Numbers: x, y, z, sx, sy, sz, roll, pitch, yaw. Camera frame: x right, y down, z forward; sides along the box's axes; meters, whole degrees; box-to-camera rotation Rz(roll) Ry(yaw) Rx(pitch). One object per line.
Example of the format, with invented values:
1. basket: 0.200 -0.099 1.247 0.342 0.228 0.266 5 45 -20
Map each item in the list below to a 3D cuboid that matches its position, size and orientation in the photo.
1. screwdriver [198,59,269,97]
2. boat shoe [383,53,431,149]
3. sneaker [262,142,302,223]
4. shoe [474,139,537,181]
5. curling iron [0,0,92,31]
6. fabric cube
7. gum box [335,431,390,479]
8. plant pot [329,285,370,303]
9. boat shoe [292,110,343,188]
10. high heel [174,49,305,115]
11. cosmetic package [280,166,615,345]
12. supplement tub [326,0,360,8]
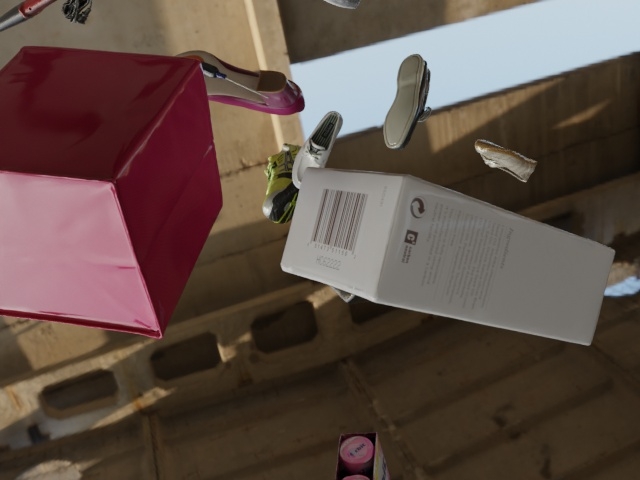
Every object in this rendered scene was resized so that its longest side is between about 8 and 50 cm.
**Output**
1. screwdriver: -0.176 -0.322 1.350 0.169 0.025 0.024 22 -153 9
2. boat shoe: 0.216 -0.325 1.634 0.095 0.079 0.255 -9 -119 40
3. sneaker: -0.111 -0.175 2.039 0.147 0.145 0.385 25 -149 3
4. shoe: 0.454 -0.194 1.663 0.219 0.058 0.076 13 -166 -37
5. curling iron: -0.500 -0.392 1.177 0.274 0.068 0.035 -2 -170 29
6. fabric cube: -0.291 -0.065 0.859 0.254 0.259 0.258 6 -136 9
7. gum box: 0.060 0.394 1.002 0.062 0.107 0.188 -8 -148 13
8. plant pot: 0.092 0.032 1.468 0.187 0.167 0.188 43 -159 24
9. boat shoe: -0.014 -0.242 1.775 0.083 0.226 0.076 23 -179 4
10. high heel: -0.229 -0.393 1.774 0.377 0.127 0.181 17 173 18
11. cosmetic package: 0.198 0.028 1.007 0.453 0.162 0.230 14 180 -34
12. supplement tub: 0.053 -0.561 1.312 0.117 0.190 0.117 17 -151 -10
